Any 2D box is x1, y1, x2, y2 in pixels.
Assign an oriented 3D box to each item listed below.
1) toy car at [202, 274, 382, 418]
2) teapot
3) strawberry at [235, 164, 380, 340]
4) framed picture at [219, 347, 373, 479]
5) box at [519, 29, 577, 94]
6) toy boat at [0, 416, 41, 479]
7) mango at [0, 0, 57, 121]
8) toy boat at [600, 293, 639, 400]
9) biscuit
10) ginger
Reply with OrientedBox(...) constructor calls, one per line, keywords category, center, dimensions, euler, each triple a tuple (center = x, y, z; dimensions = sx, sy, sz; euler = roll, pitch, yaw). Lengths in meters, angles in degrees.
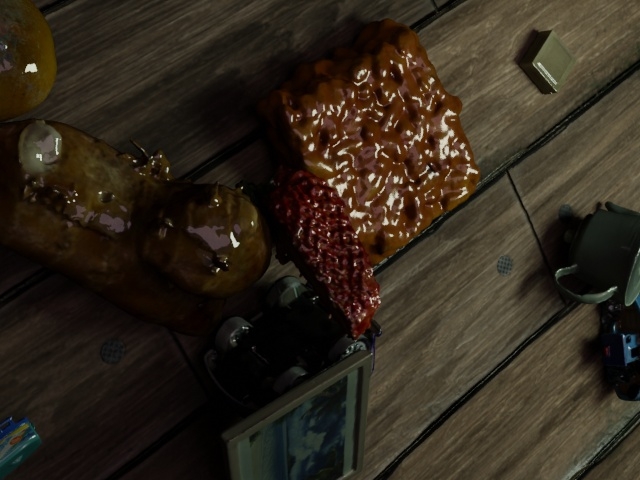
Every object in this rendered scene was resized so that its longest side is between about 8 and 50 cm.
OrientedBox(category="toy car", center=(-0.037, 0.173, 1.457), dimensions=(0.235, 0.172, 0.158), euler=(-32, 137, -24))
OrientedBox(category="teapot", center=(0.487, 0.019, 1.798), dimensions=(0.239, 0.149, 0.162), euler=(-50, 150, -31))
OrientedBox(category="strawberry", center=(0.000, 0.000, 1.386), dimensions=(0.106, 0.286, 0.188), euler=(-36, 153, -8))
OrientedBox(category="framed picture", center=(-0.029, 0.293, 1.435), dimensions=(0.232, 0.024, 0.314), euler=(-29, 144, -23))
OrientedBox(category="box", center=(0.393, -0.304, 1.783), dimensions=(0.083, 0.035, 0.079), euler=(43, 70, -27))
OrientedBox(category="toy boat", center=(-0.440, 0.260, 1.270), dimensions=(0.175, 0.091, 0.110), euler=(-39, 78, -21))
OrientedBox(category="mango", center=(-0.457, -0.246, 1.192), dimensions=(0.316, 0.146, 0.192), euler=(22, 71, -16))
OrientedBox(category="toy boat", center=(0.542, 0.177, 1.865), dimensions=(0.097, 0.100, 0.223), euler=(-9, 92, -38))
OrientedBox(category="biscuit", center=(0.080, -0.141, 1.551), dimensions=(0.312, 0.111, 0.318), euler=(-35, 110, -29))
OrientedBox(category="ginger", center=(-0.237, -0.035, 1.287), dimensions=(0.418, 0.254, 0.176), euler=(34, 39, -25))
